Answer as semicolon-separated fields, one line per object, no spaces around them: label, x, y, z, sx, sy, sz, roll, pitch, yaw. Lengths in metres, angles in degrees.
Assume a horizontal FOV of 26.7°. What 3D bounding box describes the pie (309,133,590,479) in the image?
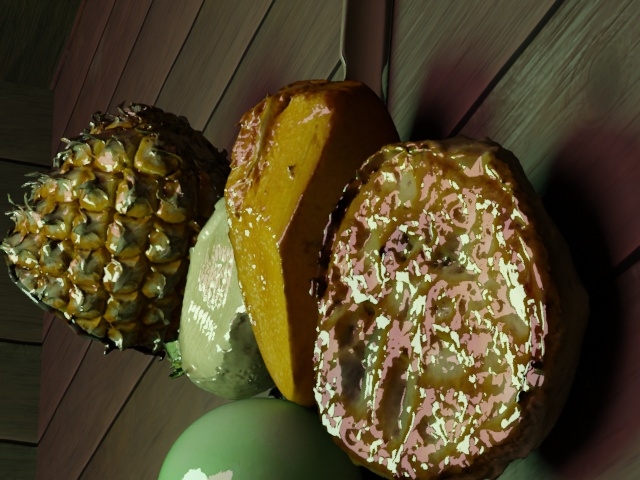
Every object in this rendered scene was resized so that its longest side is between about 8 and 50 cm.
pie;0.101;0.065;1.154;0.315;0.092;0.315;-14;71;45

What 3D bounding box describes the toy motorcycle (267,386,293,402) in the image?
toy motorcycle;-0.054;0.296;1.643;0.151;0.074;0.229;44;123;56

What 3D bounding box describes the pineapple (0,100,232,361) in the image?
pineapple;-0.266;-0.031;1.947;0.300;0.352;0.352;-53;28;12

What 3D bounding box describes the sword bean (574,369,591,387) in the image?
sword bean;0.202;0.108;1.115;0.083;0.012;0.012;-160;80;-70

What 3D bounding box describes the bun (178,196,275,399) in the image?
bun;-0.073;0.075;1.665;0.259;0.152;0.259;-38;46;54

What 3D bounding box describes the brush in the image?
brush;0.046;-0.172;1.584;0.050;0.060;0.321;136;139;-75

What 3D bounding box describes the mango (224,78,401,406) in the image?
mango;0.000;0.000;1.416;0.201;0.199;0.350;-14;-78;-86

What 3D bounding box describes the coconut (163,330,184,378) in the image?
coconut;-0.212;0.155;2.142;0.158;0.055;0.133;140;133;-63

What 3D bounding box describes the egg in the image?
egg;-0.064;0.278;1.450;0.270;0.220;0.220;132;141;-57
